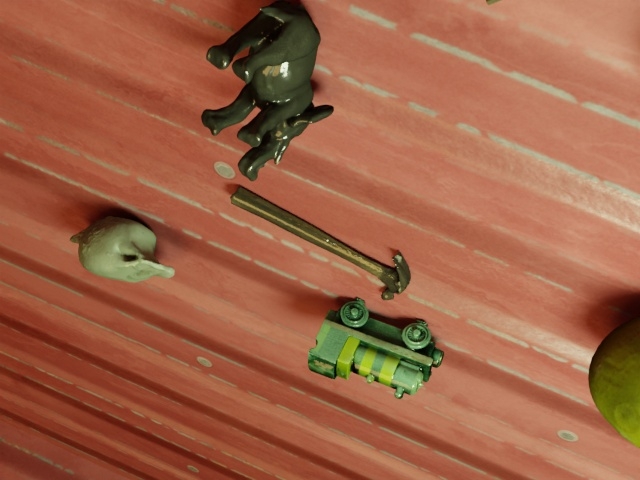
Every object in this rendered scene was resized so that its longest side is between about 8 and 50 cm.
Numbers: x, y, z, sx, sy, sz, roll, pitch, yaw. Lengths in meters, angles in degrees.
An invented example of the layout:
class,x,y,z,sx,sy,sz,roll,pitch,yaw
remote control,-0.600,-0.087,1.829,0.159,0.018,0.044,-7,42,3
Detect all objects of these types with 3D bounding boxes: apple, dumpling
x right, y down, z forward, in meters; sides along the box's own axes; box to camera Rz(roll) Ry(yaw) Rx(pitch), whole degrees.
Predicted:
class,x,y,z,sx,sy,sz,roll,pitch,yaw
apple,0.451,0.184,1.238,0.196,0.196,0.157,21,128,8
dumpling,-0.329,0.011,1.624,0.219,0.152,0.108,19,106,37

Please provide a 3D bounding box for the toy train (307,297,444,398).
class,x,y,z,sx,sy,sz,roll,pitch,yaw
toy train,0.090,0.179,1.523,0.200,0.132,0.083,18,147,16

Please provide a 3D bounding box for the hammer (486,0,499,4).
class,x,y,z,sx,sy,sz,roll,pitch,yaw
hammer,0.208,-0.252,0.948,0.110,0.019,0.035,-13,131,47

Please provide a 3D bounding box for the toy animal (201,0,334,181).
class,x,y,z,sx,sy,sz,roll,pitch,yaw
toy animal,-0.055,-0.170,1.124,0.114,0.146,0.245,41,146,12

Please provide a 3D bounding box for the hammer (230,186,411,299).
class,x,y,z,sx,sy,sz,roll,pitch,yaw
hammer,0.000,0.001,1.435,0.297,0.027,0.125,28,148,-2
